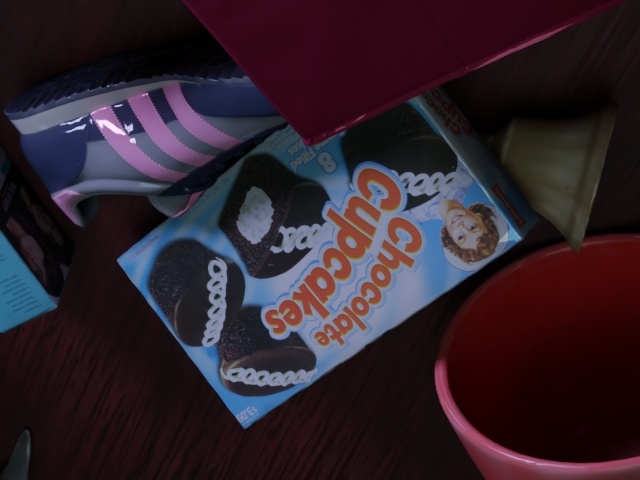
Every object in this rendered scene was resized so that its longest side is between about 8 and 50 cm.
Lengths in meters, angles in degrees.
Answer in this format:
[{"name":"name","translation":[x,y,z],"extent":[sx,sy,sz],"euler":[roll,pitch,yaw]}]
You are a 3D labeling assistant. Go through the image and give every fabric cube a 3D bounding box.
[{"name":"fabric cube","translation":[0.023,-0.267,1.030],"extent":[0.259,0.254,0.258],"euler":[-25,142,15]}]

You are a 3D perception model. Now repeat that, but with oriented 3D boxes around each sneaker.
[{"name":"sneaker","translation":[-0.094,-0.089,1.250],"extent":[0.319,0.112,0.131],"euler":[-6,117,29]}]

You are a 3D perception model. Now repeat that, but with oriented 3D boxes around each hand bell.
[{"name":"hand bell","translation":[0.111,-0.080,1.290],"extent":[0.242,0.126,0.126],"euler":[14,121,8]}]

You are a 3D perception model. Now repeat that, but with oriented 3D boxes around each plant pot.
[{"name":"plant pot","translation":[0.258,0.170,1.340],"extent":[0.274,0.275,0.243],"euler":[-13,129,10]}]

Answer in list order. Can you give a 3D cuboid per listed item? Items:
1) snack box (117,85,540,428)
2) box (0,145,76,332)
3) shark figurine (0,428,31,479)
[{"name":"snack box","translation":[0.000,0.000,1.292],"extent":[0.322,0.060,0.187],"euler":[-37,90,30]},{"name":"box","translation":[-0.303,-0.048,1.312],"extent":[0.060,0.100,0.244],"euler":[-25,117,16]},{"name":"shark figurine","translation":[-0.412,0.226,1.478],"extent":[0.278,0.116,0.166],"euler":[27,120,-11]}]
